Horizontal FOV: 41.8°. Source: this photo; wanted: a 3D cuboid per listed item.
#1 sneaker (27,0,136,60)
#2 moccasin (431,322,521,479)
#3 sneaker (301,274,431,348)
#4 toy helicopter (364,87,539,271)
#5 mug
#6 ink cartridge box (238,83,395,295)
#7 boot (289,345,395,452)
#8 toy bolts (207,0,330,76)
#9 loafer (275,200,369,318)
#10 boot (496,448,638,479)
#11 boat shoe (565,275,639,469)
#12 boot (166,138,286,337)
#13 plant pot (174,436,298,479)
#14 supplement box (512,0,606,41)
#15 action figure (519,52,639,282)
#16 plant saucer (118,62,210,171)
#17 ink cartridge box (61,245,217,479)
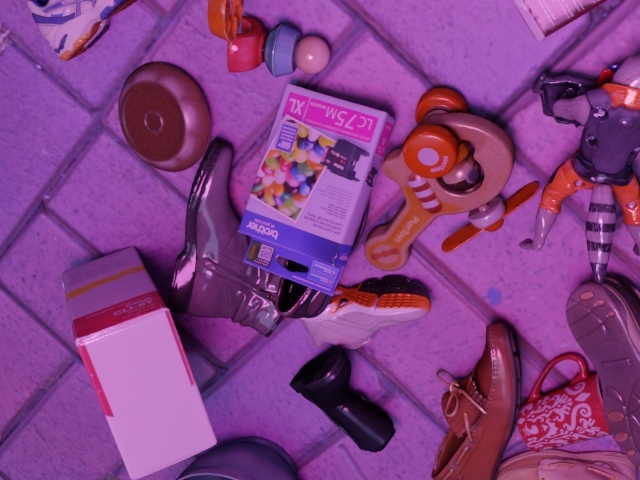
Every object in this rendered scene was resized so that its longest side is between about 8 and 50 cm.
[{"bbox_3d":[-0.377,-0.424,1.381,0.297,0.112,0.131,-32,102,28],"label":"sneaker"},{"bbox_3d":[0.276,0.309,1.528,0.147,0.139,0.379,10,128,4],"label":"moccasin"},{"bbox_3d":[0.085,0.141,1.531,0.263,0.099,0.121,-5,122,29],"label":"sneaker"},{"bbox_3d":[0.194,-0.060,1.385,0.235,0.140,0.355,29,133,-8],"label":"toy helicopter"},{"bbox_3d":[0.441,0.292,1.488,0.169,0.150,0.113,-30,141,33],"label":"mug"},{"bbox_3d":[-0.016,-0.083,1.370,0.186,0.065,0.310,20,96,21],"label":"ink cartridge box"},{"bbox_3d":[0.061,0.303,1.569,0.207,0.094,0.246,40,158,-3],"label":"boot"},{"bbox_3d":[-0.063,-0.338,1.280,0.159,0.218,0.228,10,137,7],"label":"toy bolts"},{"bbox_3d":[0.000,0.000,1.433,0.109,0.095,0.302,25,106,26],"label":"loafer"},{"bbox_3d":[0.437,0.474,1.505,0.262,0.203,0.095,-6,113,20],"label":"boot"},{"bbox_3d":[0.528,0.215,1.356,0.132,0.130,0.355,-16,97,54],"label":"boat shoe"},{"bbox_3d":[-0.140,-0.003,1.523,0.223,0.118,0.338,12,106,-9],"label":"boot"},{"bbox_3d":[-0.158,0.535,1.745,0.293,0.196,0.292,8,119,15],"label":"plant pot"},{"bbox_3d":[0.388,-0.374,1.134,0.239,0.130,0.073,-29,103,30],"label":"supplement box"},{"bbox_3d":[0.466,-0.114,1.214,0.342,0.178,0.330,9,120,11],"label":"action figure"},{"bbox_3d":[-0.287,-0.213,1.481,0.199,0.036,0.198,11,114,25],"label":"plant saucer"},{"bbox_3d":[-0.341,0.203,1.528,0.161,0.385,0.279,-22,112,-14],"label":"ink cartridge box"}]
